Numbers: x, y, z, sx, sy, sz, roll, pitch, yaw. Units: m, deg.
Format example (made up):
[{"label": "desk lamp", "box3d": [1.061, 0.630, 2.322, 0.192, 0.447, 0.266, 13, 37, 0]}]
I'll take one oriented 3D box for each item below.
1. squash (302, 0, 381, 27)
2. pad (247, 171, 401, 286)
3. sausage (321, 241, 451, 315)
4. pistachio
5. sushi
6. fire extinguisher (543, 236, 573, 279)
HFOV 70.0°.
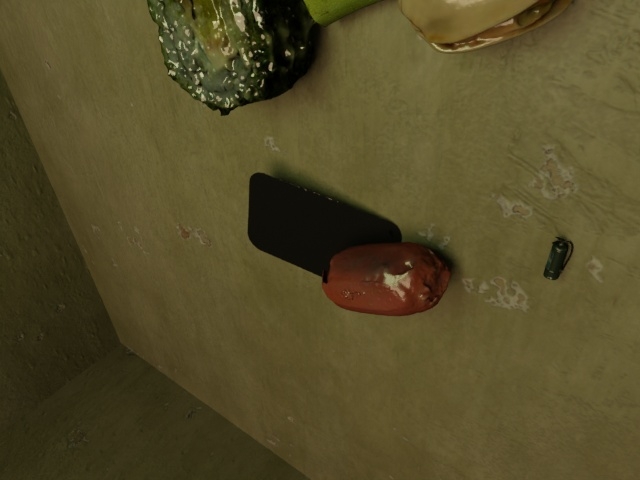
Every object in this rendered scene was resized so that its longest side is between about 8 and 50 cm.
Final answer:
[{"label": "squash", "box3d": [0.062, -0.402, 0.690, 0.188, 0.095, 0.095, -2, 118, 39]}, {"label": "pad", "box3d": [0.000, 0.001, 1.108, 0.376, 0.063, 0.314, 24, 133, 13]}, {"label": "sausage", "box3d": [0.126, 0.078, 0.947, 0.280, 0.152, 0.151, -3, 118, 41]}, {"label": "pistachio", "box3d": [0.205, -0.322, 0.589, 0.215, 0.144, 0.143, 1, 121, 31]}, {"label": "sushi", "box3d": [-0.156, -0.411, 0.802, 0.294, 0.178, 0.351, 16, 130, 35]}, {"label": "fire extinguisher", "box3d": [0.399, 0.027, 0.765, 0.038, 0.025, 0.083, -4, 125, 1]}]
